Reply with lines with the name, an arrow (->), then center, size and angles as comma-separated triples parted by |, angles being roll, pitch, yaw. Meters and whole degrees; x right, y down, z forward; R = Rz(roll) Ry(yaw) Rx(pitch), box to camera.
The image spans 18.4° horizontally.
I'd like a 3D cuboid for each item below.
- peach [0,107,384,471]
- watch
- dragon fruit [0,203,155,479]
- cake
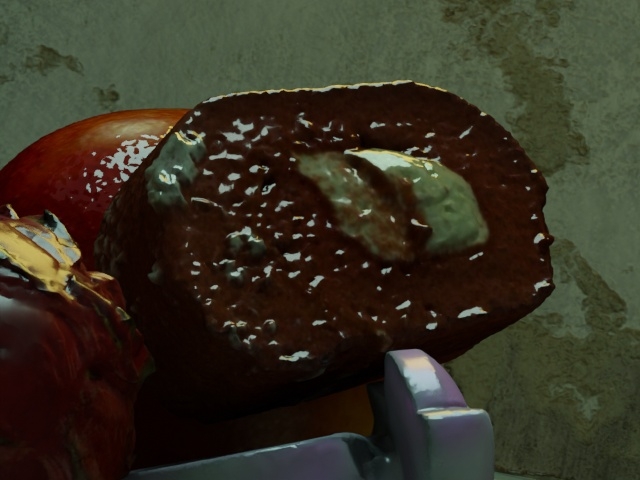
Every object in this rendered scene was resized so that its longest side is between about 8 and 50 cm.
peach -> -0.107, 0.079, 1.400 | 0.370, 0.370, 0.370 | 10, -2, 0
watch -> -0.012, 0.181, 1.141 | 0.217, 0.211, 0.248 | -10, -3, -4
dragon fruit -> -0.213, 0.092, 1.071 | 0.252, 0.241, 0.241 | -11, -5, 7
cake -> 0.000, 0.000, 1.200 | 0.283, 0.177, 0.151 | -13, -13, -28
